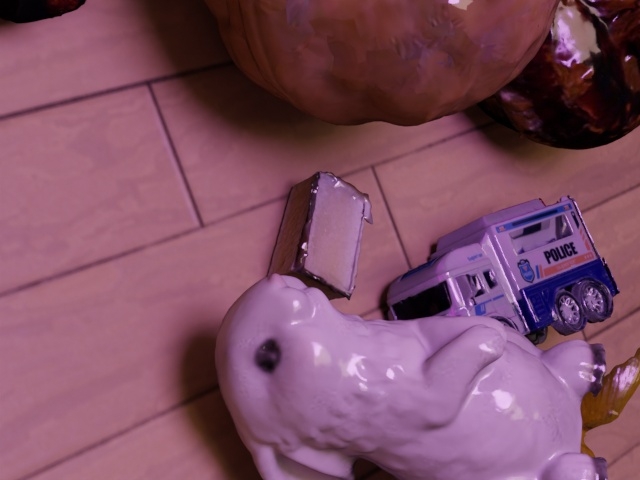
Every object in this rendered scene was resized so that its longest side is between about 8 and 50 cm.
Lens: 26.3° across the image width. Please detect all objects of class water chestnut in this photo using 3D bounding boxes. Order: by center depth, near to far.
[{"bbox_3d":[0.291,-0.240,1.531,0.300,0.300,0.300,15,66,-39],"label":"water chestnut"}]

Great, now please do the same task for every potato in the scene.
[{"bbox_3d":[0.000,-0.002,1.342,0.086,0.061,0.122,32,55,-31],"label":"potato"}]

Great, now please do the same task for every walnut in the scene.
[{"bbox_3d":[0.056,-0.286,1.258,0.383,0.383,0.384,15,66,-39],"label":"walnut"}]

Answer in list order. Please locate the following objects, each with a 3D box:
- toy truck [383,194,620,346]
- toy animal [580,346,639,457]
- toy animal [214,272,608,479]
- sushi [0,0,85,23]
[{"bbox_3d":[0.186,0.050,1.458,0.268,0.124,0.155,-15,80,-47],"label":"toy truck"},{"bbox_3d":[0.272,0.205,1.495,0.219,0.095,0.155,-27,98,-6],"label":"toy animal"},{"bbox_3d":[0.071,0.152,1.234,0.357,0.258,0.194,13,46,-10],"label":"toy animal"},{"bbox_3d":[-0.250,-0.299,1.153,0.126,0.136,0.225,-31,103,-36],"label":"sushi"}]
